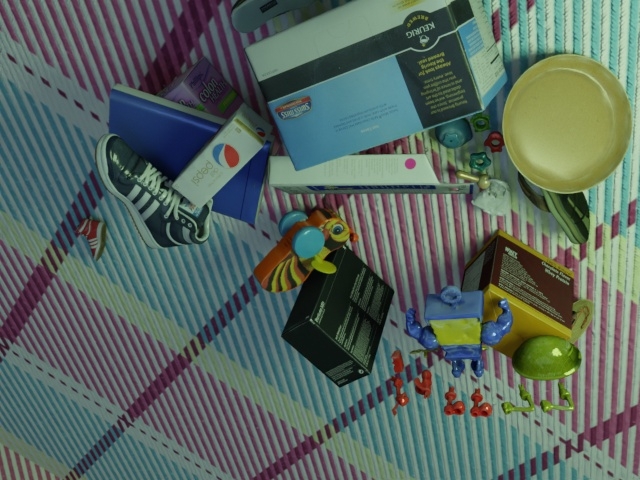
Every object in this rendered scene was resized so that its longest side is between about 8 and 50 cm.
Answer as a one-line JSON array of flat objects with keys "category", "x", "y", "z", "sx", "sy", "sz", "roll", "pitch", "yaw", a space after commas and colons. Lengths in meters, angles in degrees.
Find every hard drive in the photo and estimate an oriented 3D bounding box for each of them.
[{"category": "hard drive", "x": -0.260, "y": -0.164, "z": 1.524, "sx": 0.318, "sy": 0.040, "sz": 0.210, "roll": 19, "pitch": 132, "yaw": 3}]

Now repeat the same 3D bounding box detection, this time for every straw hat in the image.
[{"category": "straw hat", "x": 0.514, "y": 0.170, "z": 1.669, "sx": 0.061, "sy": 0.144, "sz": 0.144, "roll": 40, "pitch": 148, "yaw": 43}]

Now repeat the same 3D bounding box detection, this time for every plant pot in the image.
[{"category": "plant pot", "x": 0.421, "y": -0.200, "z": 1.340, "sx": 0.236, "sy": 0.032, "sz": 0.236, "roll": -1, "pitch": 95, "yaw": -8}]

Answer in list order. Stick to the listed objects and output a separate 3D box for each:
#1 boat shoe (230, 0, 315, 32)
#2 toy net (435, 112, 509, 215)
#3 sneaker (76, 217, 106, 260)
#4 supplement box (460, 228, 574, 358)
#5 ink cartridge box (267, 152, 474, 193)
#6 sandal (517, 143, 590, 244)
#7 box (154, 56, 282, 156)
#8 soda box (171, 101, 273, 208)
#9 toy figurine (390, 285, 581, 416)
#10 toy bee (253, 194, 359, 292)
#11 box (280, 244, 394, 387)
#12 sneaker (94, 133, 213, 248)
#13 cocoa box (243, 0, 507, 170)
[{"category": "boat shoe", "x": -0.080, "y": -0.436, "z": 1.384, "sx": 0.183, "sy": 0.083, "sz": 0.065, "roll": -25, "pitch": 121, "yaw": 4}, {"category": "toy net", "x": 0.316, "y": -0.149, "z": 1.495, "sx": 0.122, "sy": 0.045, "sz": 0.232, "roll": -20, "pitch": 121, "yaw": 29}, {"category": "sneaker", "x": -0.569, "y": -0.005, "z": 1.921, "sx": 0.067, "sy": 0.042, "sz": 0.118, "roll": 17, "pitch": 124, "yaw": 0}, {"category": "supplement box", "x": 0.397, "y": 0.118, "z": 1.583, "sx": 0.191, "sy": 0.194, "sz": 0.129, "roll": 30, "pitch": 132, "yaw": -6}, {"category": "ink cartridge box", "x": 0.100, "y": -0.121, "z": 1.461, "sx": 0.371, "sy": 0.176, "sz": 0.069, "roll": 3, "pitch": 88, "yaw": 11}, {"category": "sandal", "x": 0.417, "y": -0.106, "z": 1.450, "sx": 0.086, "sy": 0.120, "sz": 0.303, "roll": -7, "pitch": 127, "yaw": 41}, {"category": "box", "x": -0.244, "y": -0.207, "z": 1.590, "sx": 0.213, "sy": 0.117, "sz": 0.243, "roll": -28, "pitch": 116, "yaw": 35}, {"category": "soda box", "x": -0.183, "y": -0.154, "z": 1.433, "sx": 0.074, "sy": 0.069, "sz": 0.216, "roll": 39, "pitch": 129, "yaw": -15}, {"category": "toy figurine", "x": 0.281, "y": 0.181, "z": 1.429, "sx": 0.362, "sy": 0.191, "sz": 0.217, "roll": -5, "pitch": 122, "yaw": 22}, {"category": "toy bee", "x": 0.000, "y": 0.000, "z": 1.651, "sx": 0.162, "sy": 0.195, "sz": 0.298, "roll": 25, "pitch": 126, "yaw": -36}, {"category": "box", "x": 0.044, "y": 0.156, "z": 1.694, "sx": 0.103, "sy": 0.261, "sz": 0.184, "roll": -30, "pitch": 113, "yaw": 36}, {"category": "sneaker", "x": -0.310, "y": -0.094, "z": 1.502, "sx": 0.153, "sy": 0.099, "sz": 0.282, "roll": 0, "pitch": 136, "yaw": 25}, {"category": "cocoa box", "x": 0.100, "y": -0.291, "z": 1.293, "sx": 0.347, "sy": 0.231, "sz": 0.228, "roll": -15, "pitch": 106, "yaw": 28}]
